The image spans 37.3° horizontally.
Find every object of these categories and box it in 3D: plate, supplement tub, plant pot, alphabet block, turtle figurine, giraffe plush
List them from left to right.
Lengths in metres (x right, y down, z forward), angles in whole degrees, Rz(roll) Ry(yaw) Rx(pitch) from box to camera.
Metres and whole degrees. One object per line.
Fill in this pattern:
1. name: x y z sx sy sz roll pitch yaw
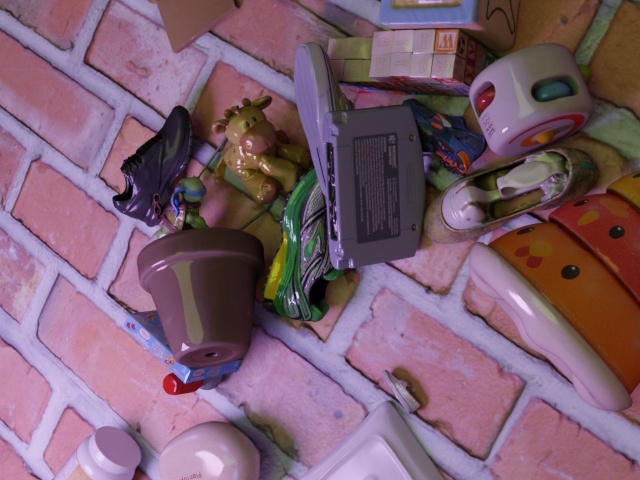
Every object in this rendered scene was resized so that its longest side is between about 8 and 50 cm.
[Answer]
1. supplement tub: -0.514 0.535 2.158 0.200 0.144 0.144 -50 63 18
2. turtle figurine: -0.257 -0.041 2.075 0.198 0.274 0.266 40 129 6
3. plant pot: -0.231 0.129 1.928 0.263 0.263 0.229 -24 63 28
4. giraffe plush: -0.131 -0.202 1.927 0.210 0.170 0.181 19 55 19
5. plate: 0.107 0.500 1.827 0.277 0.045 0.278 -46 65 20
6. alphabet block: 0.244 -0.462 1.737 0.193 0.197 0.192 9 90 32

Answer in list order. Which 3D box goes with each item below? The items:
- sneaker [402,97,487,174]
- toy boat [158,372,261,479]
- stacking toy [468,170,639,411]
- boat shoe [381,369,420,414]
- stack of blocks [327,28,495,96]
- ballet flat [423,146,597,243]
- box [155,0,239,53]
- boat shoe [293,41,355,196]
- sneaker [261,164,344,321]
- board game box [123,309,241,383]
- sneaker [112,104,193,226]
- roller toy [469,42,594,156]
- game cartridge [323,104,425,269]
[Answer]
1. sneaker: 0.232 -0.206 1.799 0.087 0.083 0.221 -29 51 -17
2. toy boat: -0.235 0.415 2.009 0.267 0.148 0.318 -19 83 35
3. stacking toy: 0.509 0.001 1.513 0.480 0.350 0.350 -43 64 2
4. boat shoe: 0.156 0.286 1.824 0.035 0.035 0.100 -34 62 -4
5. stack of blocks: 0.157 -0.334 1.796 0.297 0.171 0.087 7 89 33
6. ballet flat: 0.319 -0.085 1.704 0.348 0.123 0.123 -19 76 30
7. box: -0.288 -0.550 2.187 0.201 0.021 0.164 -28 71 27
8. boat shoe: 0.023 -0.230 1.806 0.109 0.094 0.302 12 116 65
9. sneaker: 0.000 0.000 1.907 0.146 0.134 0.343 18 101 22
10. board game box: -0.296 0.221 2.038 0.211 0.160 0.039 35 112 30
11. sneaker: -0.376 -0.174 2.131 0.109 0.130 0.286 35 104 62
12. roller toy: 0.364 -0.234 1.642 0.209 0.191 0.146 -27 73 28
13. game cartridge: 0.105 -0.103 1.779 0.060 0.196 0.294 -156 61 -64
